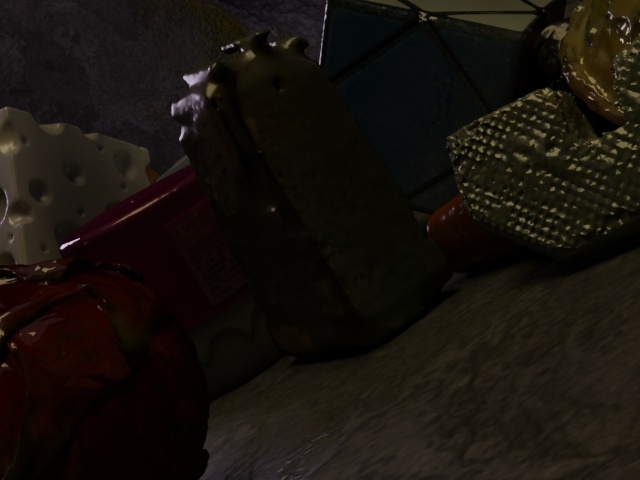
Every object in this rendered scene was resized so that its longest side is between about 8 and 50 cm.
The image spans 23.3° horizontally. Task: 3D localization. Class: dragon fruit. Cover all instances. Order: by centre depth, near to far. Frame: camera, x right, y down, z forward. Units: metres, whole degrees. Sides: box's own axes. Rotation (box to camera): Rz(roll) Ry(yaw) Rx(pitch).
[{"bbox_3d":[-0.206,0.145,1.107,0.244,0.244,0.299,-18,36,50],"label":"dragon fruit"}]

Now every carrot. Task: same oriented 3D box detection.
[{"bbox_3d":[0.177,-0.032,1.350,0.193,0.087,0.087,-18,14,42],"label":"carrot"}]

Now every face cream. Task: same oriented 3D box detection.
[{"bbox_3d":[-0.134,0.044,1.512,0.175,0.195,0.175,-30,10,6],"label":"face cream"}]

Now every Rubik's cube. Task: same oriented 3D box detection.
[{"bbox_3d":[0.119,-0.156,1.591,0.205,0.205,0.207,14,26,15],"label":"Rubik's cube"}]

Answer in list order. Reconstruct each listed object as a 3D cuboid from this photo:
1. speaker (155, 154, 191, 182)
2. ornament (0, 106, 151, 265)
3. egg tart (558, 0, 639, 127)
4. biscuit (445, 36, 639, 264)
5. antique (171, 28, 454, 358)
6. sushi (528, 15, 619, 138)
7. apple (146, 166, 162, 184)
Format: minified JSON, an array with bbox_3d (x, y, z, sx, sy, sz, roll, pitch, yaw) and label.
[{"bbox_3d":[-0.099,-0.056,2.021,0.184,0.183,0.406,-35,9,-3],"label":"speaker"},{"bbox_3d":[-0.360,0.008,1.934,0.239,0.239,0.240,-27,-26,33],"label":"ornament"},{"bbox_3d":[0.352,-0.204,1.319,0.315,0.120,0.315,-9,39,7],"label":"egg tart"},{"bbox_3d":[0.222,-0.070,1.235,0.250,0.147,0.046,-26,-22,28],"label":"biscuit"},{"bbox_3d":[-0.019,-0.044,1.374,0.125,0.284,0.150,-34,12,-30],"label":"antique"},{"bbox_3d":[0.315,-0.173,1.477,0.225,0.124,0.127,-23,45,-20],"label":"sushi"},{"bbox_3d":[-0.310,-0.017,2.392,0.211,0.188,0.211,-24,8,4],"label":"apple"}]
